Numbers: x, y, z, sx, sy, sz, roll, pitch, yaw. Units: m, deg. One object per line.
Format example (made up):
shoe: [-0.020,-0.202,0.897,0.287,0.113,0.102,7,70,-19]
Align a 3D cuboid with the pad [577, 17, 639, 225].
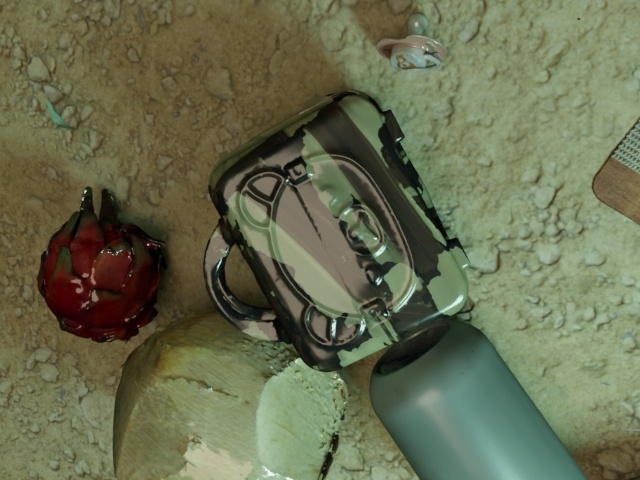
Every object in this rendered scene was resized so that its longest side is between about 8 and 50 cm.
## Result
pad: [0.411,-0.152,0.902,0.323,0.055,0.250,25,117,-11]

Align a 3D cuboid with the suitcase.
suitcase: [0.000,0.000,1.010,0.339,0.194,0.351,-28,96,8]

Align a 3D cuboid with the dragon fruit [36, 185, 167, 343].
dragon fruit: [-0.361,0.050,1.182,0.192,0.193,0.274,5,113,46]

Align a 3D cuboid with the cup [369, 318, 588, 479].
cup: [0.220,0.280,1.046,0.205,0.205,0.312,-31,96,26]

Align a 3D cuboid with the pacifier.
pacifier: [0.126,-0.266,0.963,0.099,0.081,0.078,4,77,39]

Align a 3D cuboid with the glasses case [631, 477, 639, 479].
glasses case: [0.437,0.435,1.062,0.336,0.144,0.076,-26,99,26]

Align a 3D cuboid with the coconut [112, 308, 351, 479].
coconut: [-0.154,0.279,1.100,0.360,0.346,0.346,22,115,6]
